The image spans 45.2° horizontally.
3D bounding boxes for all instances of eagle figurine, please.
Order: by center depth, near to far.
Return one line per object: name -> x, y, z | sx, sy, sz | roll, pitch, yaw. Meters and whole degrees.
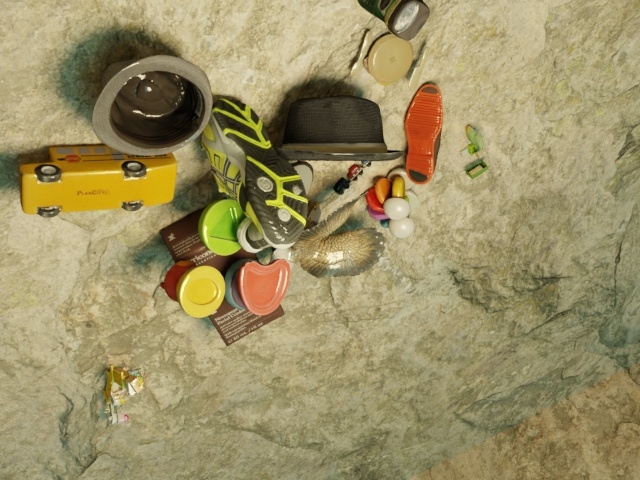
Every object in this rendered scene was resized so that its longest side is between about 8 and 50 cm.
eagle figurine -> 0.001, -0.011, 2.029 | 0.226, 0.298, 0.225 | -7, 95, -69

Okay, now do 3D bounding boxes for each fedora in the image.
fedora -> -0.364, -0.303, 1.618 | 0.275, 0.124, 0.244 | 5, 127, -44
fedora -> 0.037, -0.267, 1.834 | 0.334, 0.334, 0.153 | -4, 99, -28

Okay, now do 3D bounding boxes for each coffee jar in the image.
coffee jar -> 0.162, -0.519, 1.699 | 0.079, 0.184, 0.096 | 18, 117, -40

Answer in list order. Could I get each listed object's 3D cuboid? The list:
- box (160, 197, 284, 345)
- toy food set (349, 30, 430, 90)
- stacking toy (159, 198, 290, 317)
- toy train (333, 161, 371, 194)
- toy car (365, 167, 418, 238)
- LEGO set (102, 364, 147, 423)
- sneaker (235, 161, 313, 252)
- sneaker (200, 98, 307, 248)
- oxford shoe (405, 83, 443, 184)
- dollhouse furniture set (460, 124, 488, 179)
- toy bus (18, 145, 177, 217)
box -> -0.248, 0.090, 2.028 | 0.191, 0.143, 0.381 | -29, 135, -6
toy food set -> 0.167, -0.444, 1.883 | 0.192, 0.038, 0.132 | 8, 116, -29
stacking toy -> -0.225, 0.040, 1.858 | 0.309, 0.130, 0.280 | 8, 93, -42
toy train -> 0.094, -0.186, 2.069 | 0.158, 0.027, 0.036 | -45, 125, 12
toy car -> 0.195, -0.101, 2.138 | 0.136, 0.159, 0.182 | -2, 139, 17
LEGO set -> -0.525, 0.402, 2.141 | 0.107, 0.132, 0.287 | -6, 152, -34
sneaker -> -0.083, -0.079, 1.802 | 0.100, 0.108, 0.271 | 49, 57, -28
sneaker -> -0.152, -0.135, 1.727 | 0.145, 0.385, 0.147 | -6, 149, -38
oxford shoe -> 0.281, -0.292, 2.061 | 0.098, 0.096, 0.271 | -49, 150, -57
dollhouse furniture set -> 0.429, -0.248, 2.177 | 0.058, 0.076, 0.152 | -32, 138, -4
toy bus -> -0.486, -0.138, 1.687 | 0.332, 0.130, 0.108 | -6, 131, -27
